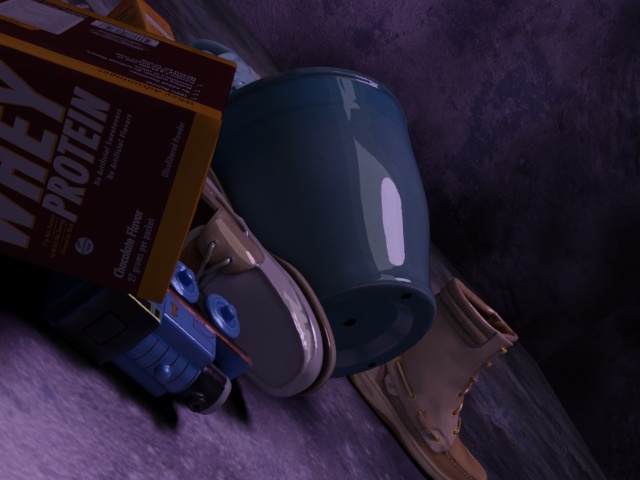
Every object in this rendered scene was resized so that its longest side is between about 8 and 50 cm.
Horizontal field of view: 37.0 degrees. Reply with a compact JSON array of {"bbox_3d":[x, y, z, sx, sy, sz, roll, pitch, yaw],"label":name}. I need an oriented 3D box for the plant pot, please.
[{"bbox_3d":[0.000,0.000,1.038,0.271,0.271,0.255,39,28,-51],"label":"plant pot"}]

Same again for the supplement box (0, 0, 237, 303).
[{"bbox_3d":[-0.169,-0.077,0.659,0.191,0.129,0.194,18,19,-8],"label":"supplement box"}]

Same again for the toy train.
[{"bbox_3d":[-0.130,0.063,0.738,0.184,0.080,0.105,48,20,-29],"label":"toy train"}]

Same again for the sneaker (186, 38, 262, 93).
[{"bbox_3d":[-0.143,-0.197,1.407,0.150,0.135,0.366,37,9,-31],"label":"sneaker"}]

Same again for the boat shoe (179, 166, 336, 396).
[{"bbox_3d":[-0.105,0.025,0.897,0.302,0.113,0.103,50,15,25],"label":"boat shoe"}]

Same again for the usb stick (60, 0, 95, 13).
[{"bbox_3d":[-0.355,-0.339,1.143,0.278,0.045,0.077,51,10,-9],"label":"usb stick"}]

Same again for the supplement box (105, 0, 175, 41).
[{"bbox_3d":[-0.227,-0.229,1.242,0.080,0.078,0.233,42,14,-42],"label":"supplement box"}]

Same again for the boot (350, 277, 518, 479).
[{"bbox_3d":[0.187,0.197,1.266,0.262,0.203,0.095,50,12,-6],"label":"boot"}]
